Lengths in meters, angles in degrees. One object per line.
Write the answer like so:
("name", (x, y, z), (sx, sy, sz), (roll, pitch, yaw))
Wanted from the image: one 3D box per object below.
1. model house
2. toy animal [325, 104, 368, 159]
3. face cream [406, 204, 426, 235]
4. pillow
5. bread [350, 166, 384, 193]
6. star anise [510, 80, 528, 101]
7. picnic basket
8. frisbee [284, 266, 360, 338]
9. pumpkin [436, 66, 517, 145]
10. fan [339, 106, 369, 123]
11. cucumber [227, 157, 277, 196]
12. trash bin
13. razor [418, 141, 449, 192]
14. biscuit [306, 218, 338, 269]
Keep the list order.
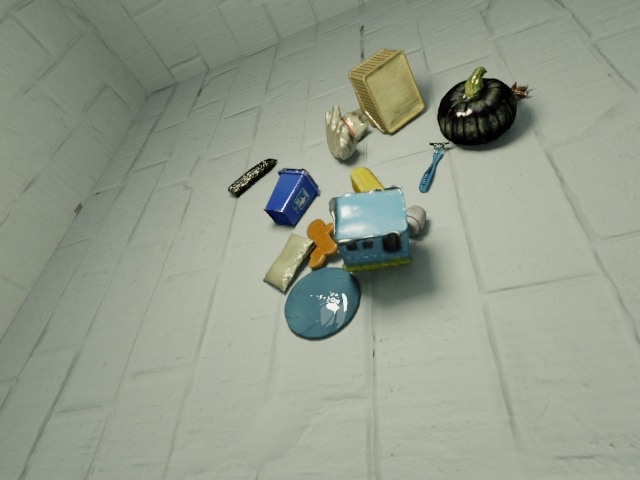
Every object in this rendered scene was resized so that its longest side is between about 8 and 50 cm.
("model house", (0.171, -0.007, 1.357), (0.238, 0.303, 0.215), (-8, 55, 10))
("toy animal", (0.134, -0.487, 1.881), (0.308, 0.188, 0.265), (176, 102, -73))
("face cream", (0.328, -0.071, 1.464), (0.091, 0.091, 0.095), (13, 51, 37))
("pillow", (-0.125, 0.080, 1.598), (0.148, 0.050, 0.229), (20, 73, 51))
("bread", (0.198, -0.204, 1.659), (0.102, 0.094, 0.245), (-24, 44, -4))
("star anise", (0.794, -0.607, 1.710), (0.141, 0.042, 0.140), (-16, 43, 15))
("picnic basket", (0.295, -0.672, 1.867), (0.228, 0.312, 0.175), (-37, 34, -3))
("frisbee", (-0.003, 0.203, 1.437), (0.290, 0.049, 0.289), (-16, 46, 17))
("pumpkin", (0.590, -0.514, 1.578), (0.296, 0.295, 0.295), (-16, 46, 17))
("fan", (0.158, -0.657, 2.142), (0.182, 0.010, 0.310), (-37, 44, -5))
("cucumber", (-0.342, -0.331, 2.096), (0.300, 0.072, 0.072), (-41, 44, -11))
("trash bin", (-0.137, -0.190, 1.795), (0.184, 0.162, 0.234), (10, 63, 36))
("razor", (0.441, -0.293, 1.631), (0.082, 0.042, 0.253), (7, 58, 34))
("biscuit", (0.000, 0.000, 1.615), (0.165, 0.036, 0.250), (-40, 35, 13))
